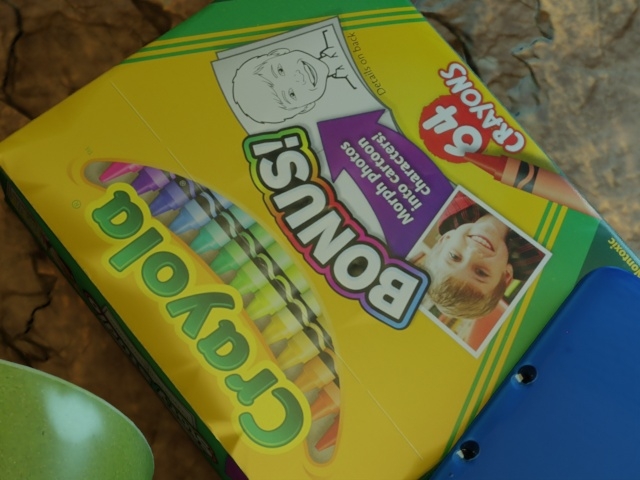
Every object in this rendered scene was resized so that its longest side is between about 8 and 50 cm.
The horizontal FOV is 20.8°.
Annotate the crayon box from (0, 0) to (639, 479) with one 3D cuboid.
[{"bbox_3d":[0.000,0.000,1.246,0.313,0.106,0.363,-36,77,-17],"label":"crayon box"}]

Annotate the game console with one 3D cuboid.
[{"bbox_3d":[0.210,0.213,1.167,0.173,0.250,0.293,22,64,43],"label":"game console"}]

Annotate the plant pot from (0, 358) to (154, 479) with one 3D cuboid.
[{"bbox_3d":[-0.245,0.254,1.010,0.275,0.275,0.293,4,58,-3],"label":"plant pot"}]
